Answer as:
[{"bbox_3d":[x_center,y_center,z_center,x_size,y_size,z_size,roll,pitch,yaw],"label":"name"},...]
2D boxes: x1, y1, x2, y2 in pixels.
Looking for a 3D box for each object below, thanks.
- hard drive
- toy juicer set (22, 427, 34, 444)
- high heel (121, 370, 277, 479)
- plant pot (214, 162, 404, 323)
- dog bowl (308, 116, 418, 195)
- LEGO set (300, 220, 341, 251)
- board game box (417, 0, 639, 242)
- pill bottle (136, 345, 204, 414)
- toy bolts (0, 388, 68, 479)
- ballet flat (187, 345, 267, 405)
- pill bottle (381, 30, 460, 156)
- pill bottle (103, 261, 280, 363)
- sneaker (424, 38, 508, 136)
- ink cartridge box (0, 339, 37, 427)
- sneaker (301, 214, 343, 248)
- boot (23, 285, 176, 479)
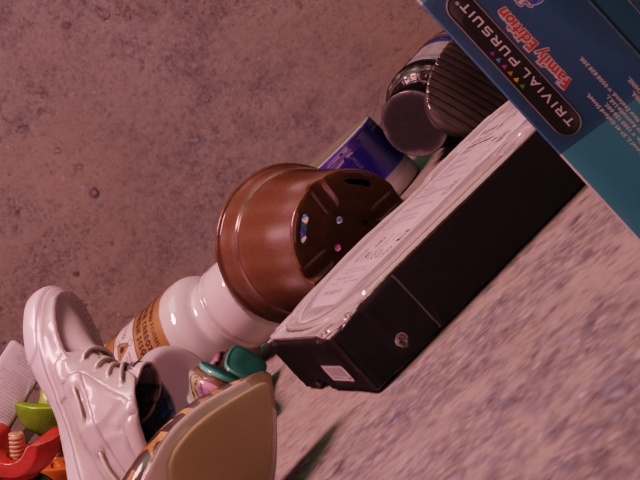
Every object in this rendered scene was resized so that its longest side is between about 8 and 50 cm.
[{"bbox_3d":[0.112,-0.018,1.099,0.339,0.064,0.237,-43,5,-12],"label":"hard drive"},{"bbox_3d":[-0.465,0.413,1.850,0.209,0.089,0.329,-50,9,42],"label":"toy juicer set"},{"bbox_3d":[-0.133,0.202,0.946,0.186,0.093,0.261,-29,23,45],"label":"high heel"},{"bbox_3d":[0.000,0.000,1.334,0.167,0.167,0.165,-44,13,-17],"label":"plant pot"},{"bbox_3d":[0.006,-0.049,1.912,0.265,0.104,0.265,-43,5,4],"label":"dog bowl"},{"bbox_3d":[-0.062,0.055,1.675,0.227,0.087,0.093,-43,5,15],"label":"LEGO set"},{"bbox_3d":[0.184,-0.183,0.826,0.079,0.254,0.336,-39,6,41],"label":"board game box"},{"bbox_3d":[-0.195,0.193,1.458,0.184,0.103,0.103,-38,7,40],"label":"pill bottle"},{"bbox_3d":[-0.297,0.283,1.633,0.218,0.158,0.228,3,13,20],"label":"toy bolts"},{"bbox_3d":[-0.090,0.149,1.278,0.079,0.077,0.221,-61,0,2],"label":"ballet flat"},{"bbox_3d":[0.160,-0.198,1.855,0.123,0.123,0.219,-39,7,34],"label":"pill bottle"},{"bbox_3d":[-0.143,0.115,1.548,0.229,0.131,0.131,-40,6,31],"label":"pill bottle"},{"bbox_3d":[0.220,-0.205,1.640,0.330,0.122,0.146,-48,-11,-35],"label":"sneaker"},{"bbox_3d":[-0.491,0.333,1.744,0.324,0.071,0.330,-52,10,35],"label":"ink cartridge box"},{"bbox_3d":[0.012,-0.007,1.744,0.190,0.083,0.071,-18,20,10],"label":"sneaker"},{"bbox_3d":[-0.203,0.140,1.340,0.123,0.258,0.095,-34,-23,30],"label":"boot"}]
